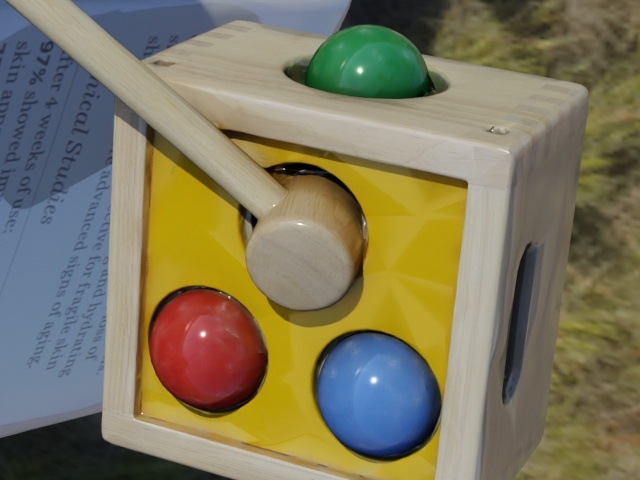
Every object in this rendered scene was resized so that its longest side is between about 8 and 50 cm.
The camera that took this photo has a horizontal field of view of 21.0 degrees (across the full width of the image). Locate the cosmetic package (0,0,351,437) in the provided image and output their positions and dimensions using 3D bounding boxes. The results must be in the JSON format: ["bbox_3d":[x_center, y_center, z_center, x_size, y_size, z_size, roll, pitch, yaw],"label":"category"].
[{"bbox_3d":[-0.263,-0.089,1.064,0.393,0.327,0.329,-9,131,-49],"label":"cosmetic package"}]

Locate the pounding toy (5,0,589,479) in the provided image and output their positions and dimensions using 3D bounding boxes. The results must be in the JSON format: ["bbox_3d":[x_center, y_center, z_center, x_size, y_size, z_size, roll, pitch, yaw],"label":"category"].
[{"bbox_3d":[-0.008,-0.005,0.464,0.100,0.130,0.141,-37,136,-60],"label":"pounding toy"}]
